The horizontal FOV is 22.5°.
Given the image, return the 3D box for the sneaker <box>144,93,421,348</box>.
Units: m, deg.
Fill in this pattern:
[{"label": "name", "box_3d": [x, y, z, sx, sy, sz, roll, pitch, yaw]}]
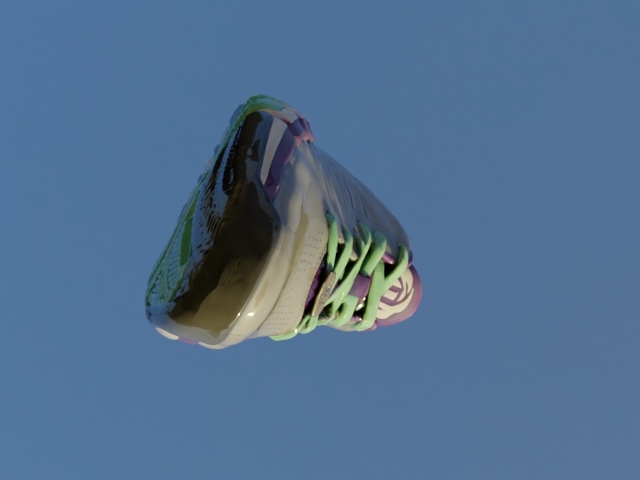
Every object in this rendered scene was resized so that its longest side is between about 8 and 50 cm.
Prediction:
[{"label": "sneaker", "box_3d": [0.000, 0.000, 0.579, 0.098, 0.224, 0.083, 28, -80, -5]}]
